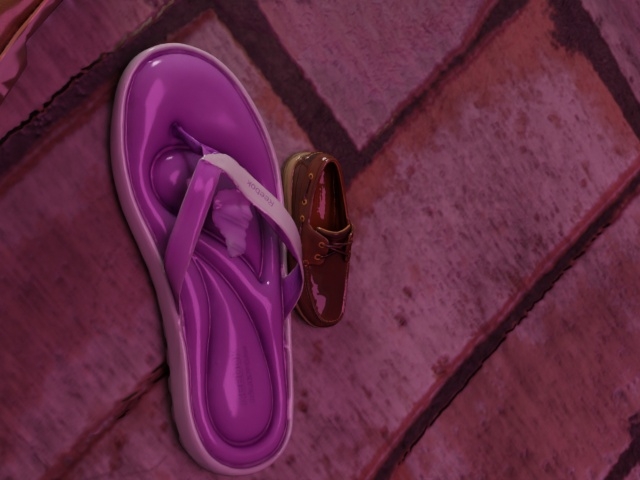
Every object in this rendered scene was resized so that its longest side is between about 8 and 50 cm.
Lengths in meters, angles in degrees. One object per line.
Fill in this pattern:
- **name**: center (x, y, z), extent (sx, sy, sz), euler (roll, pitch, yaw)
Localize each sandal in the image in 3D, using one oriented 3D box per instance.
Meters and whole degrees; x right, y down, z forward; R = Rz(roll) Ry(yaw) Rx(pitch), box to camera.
- **sandal**: center (-0.081, 0.016, 1.450), extent (0.169, 0.102, 0.416), euler (-16, 99, -32)

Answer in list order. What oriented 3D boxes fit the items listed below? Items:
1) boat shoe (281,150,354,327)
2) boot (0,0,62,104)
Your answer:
- **boat shoe**: center (0.000, 0.000, 1.529), extent (0.064, 0.060, 0.178), euler (-6, 94, -33)
- **boot**: center (-0.271, -0.235, 1.332), extent (0.115, 0.112, 0.305), euler (35, 73, -17)
